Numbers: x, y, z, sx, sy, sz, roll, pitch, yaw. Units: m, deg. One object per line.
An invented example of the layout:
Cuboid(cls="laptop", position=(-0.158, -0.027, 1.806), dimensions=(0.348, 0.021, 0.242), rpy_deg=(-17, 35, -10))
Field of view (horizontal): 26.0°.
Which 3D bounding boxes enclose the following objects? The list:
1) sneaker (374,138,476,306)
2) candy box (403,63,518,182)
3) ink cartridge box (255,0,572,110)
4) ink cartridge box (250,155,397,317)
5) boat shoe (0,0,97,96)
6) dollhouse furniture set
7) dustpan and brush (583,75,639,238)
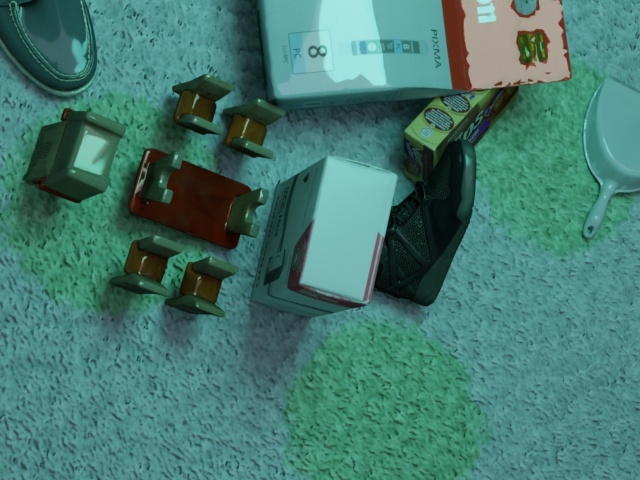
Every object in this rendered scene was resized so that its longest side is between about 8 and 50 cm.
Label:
Cuboid(cls="sneaker", position=(0.111, -0.028, 1.710), dimensions=(0.130, 0.087, 0.227), rpy_deg=(13, 121, -13))
Cuboid(cls="candy box", position=(0.182, -0.162, 1.776), dimensions=(0.053, 0.109, 0.186), rpy_deg=(35, 69, 19))
Cuboid(cls="ink cartridge box", position=(0.110, -0.330, 1.694), dimensions=(0.385, 0.091, 0.308), rpy_deg=(-6, 84, -4))
Cuboid(cls="ink cartridge box", position=(0.000, 0.000, 1.634), dimensions=(0.092, 0.218, 0.158), rpy_deg=(15, 79, -13))
Cuboid(cls="boat shoe", position=(-0.339, -0.322, 1.603), dimensions=(0.116, 0.099, 0.319), rpy_deg=(-21, 92, -22))
Cuboid(cls="dollhouse furniture set", position=(-0.198, -0.067, 1.636), dimensions=(0.259, 0.135, 0.262), rpy_deg=(22, 77, -29))
Cuboid(cls="dustpan and brush", position=(0.408, -0.100, 1.896), dimensions=(0.147, 0.060, 0.211), rpy_deg=(27, 69, -5))
